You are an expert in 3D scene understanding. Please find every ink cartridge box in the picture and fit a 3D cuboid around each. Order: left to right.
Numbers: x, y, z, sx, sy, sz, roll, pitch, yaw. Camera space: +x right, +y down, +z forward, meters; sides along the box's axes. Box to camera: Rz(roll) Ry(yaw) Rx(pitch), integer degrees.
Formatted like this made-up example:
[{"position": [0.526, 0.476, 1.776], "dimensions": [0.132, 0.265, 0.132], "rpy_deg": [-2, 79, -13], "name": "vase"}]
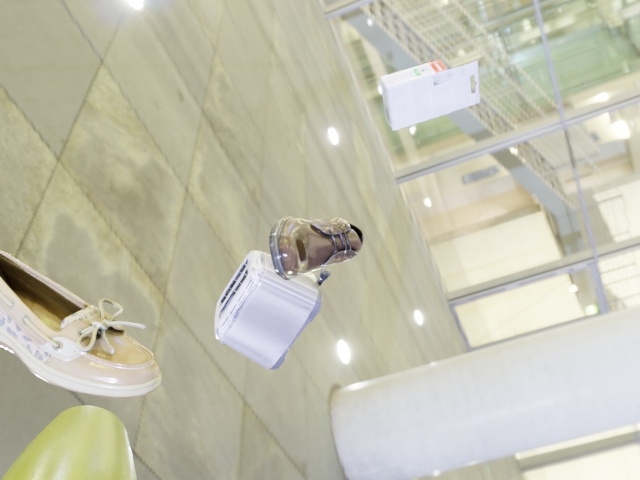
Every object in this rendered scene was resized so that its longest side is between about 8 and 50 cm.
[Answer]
[{"position": [0.133, -0.180, 0.901], "dimensions": [0.029, 0.115, 0.063], "rpy_deg": [-112, -174, -48], "name": "ink cartridge box"}]

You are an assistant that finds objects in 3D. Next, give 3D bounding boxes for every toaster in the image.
[{"position": [-0.097, 0.119, 1.377], "dimensions": [0.146, 0.227, 0.129], "rpy_deg": [27, 22, -19], "name": "toaster"}]

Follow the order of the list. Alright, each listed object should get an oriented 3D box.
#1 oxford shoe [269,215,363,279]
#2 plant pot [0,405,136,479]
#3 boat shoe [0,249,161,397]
[{"position": [0.000, 0.000, 1.009], "dimensions": [0.227, 0.096, 0.083], "rpy_deg": [-21, 101, -67], "name": "oxford shoe"}, {"position": [-0.420, 0.433, 1.263], "dimensions": [0.294, 0.274, 0.275], "rpy_deg": [-95, 161, -59], "name": "plant pot"}, {"position": [-0.311, 0.096, 0.881], "dimensions": [0.104, 0.285, 0.089], "rpy_deg": [-28, 139, -71], "name": "boat shoe"}]
